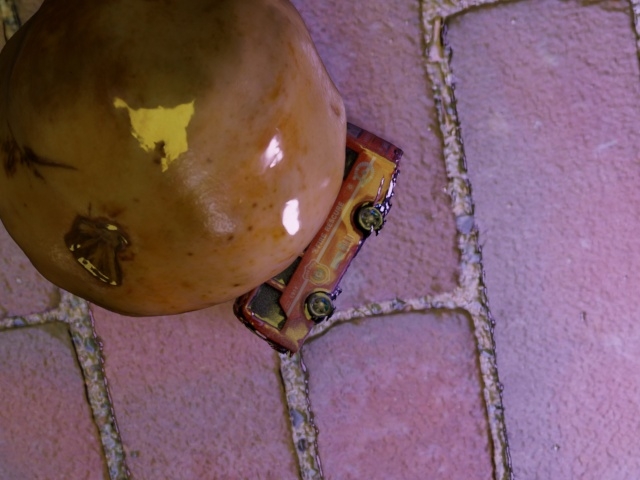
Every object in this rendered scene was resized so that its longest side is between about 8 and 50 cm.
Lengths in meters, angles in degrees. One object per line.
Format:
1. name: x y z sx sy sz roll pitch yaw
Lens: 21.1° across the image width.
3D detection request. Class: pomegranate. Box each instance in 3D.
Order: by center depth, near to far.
1. pomegranate: -0.139 -0.098 1.531 0.333 0.332 0.332 1 111 2

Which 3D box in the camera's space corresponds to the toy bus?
1. toy bus: 0.000 0.000 1.687 0.096 0.073 0.235 31 109 0
